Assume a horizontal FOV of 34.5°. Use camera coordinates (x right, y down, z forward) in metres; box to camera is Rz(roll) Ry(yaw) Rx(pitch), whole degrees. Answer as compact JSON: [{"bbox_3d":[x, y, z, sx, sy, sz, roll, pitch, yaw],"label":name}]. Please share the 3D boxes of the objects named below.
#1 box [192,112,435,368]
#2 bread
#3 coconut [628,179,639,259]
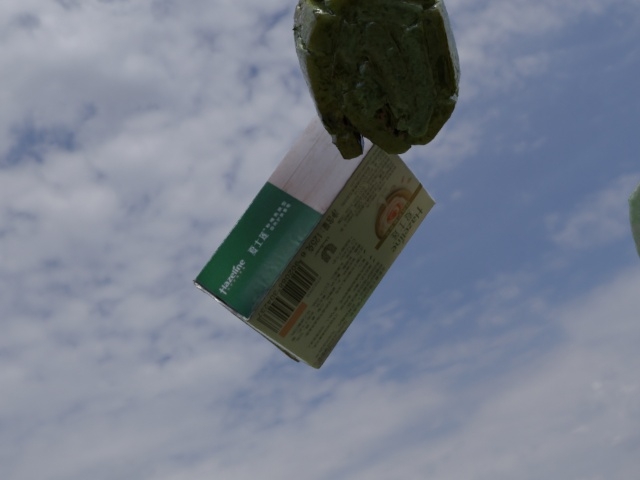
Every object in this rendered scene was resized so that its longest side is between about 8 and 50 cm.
[{"bbox_3d":[0.000,0.000,0.915,0.199,0.081,0.135,-52,-36,-5],"label":"box"},{"bbox_3d":[0.046,-0.133,0.772,0.117,0.064,0.156,-21,-56,5],"label":"bread"},{"bbox_3d":[0.438,-0.030,0.931,0.328,0.281,0.328,-15,3,1],"label":"coconut"}]
